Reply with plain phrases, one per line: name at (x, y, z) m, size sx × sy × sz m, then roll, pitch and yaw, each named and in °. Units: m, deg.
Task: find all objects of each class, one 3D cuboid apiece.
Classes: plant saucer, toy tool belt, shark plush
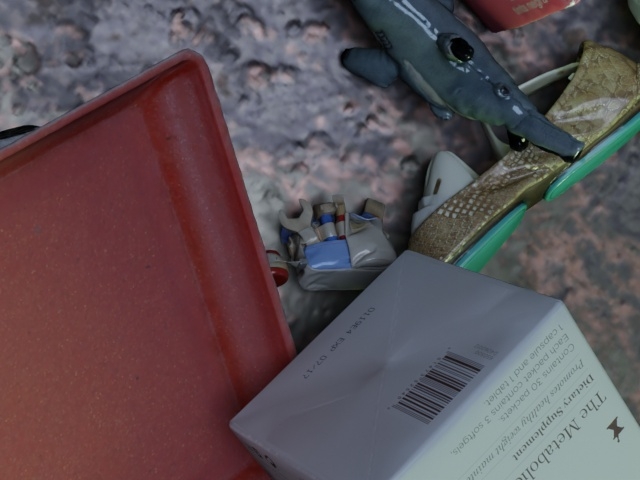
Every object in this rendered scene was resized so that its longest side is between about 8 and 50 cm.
plant saucer at (-0.125, 0.075, 0.724) m, size 0.259 × 0.048 × 0.258 m, roll -34°, pitch 120°, yaw -35°
toy tool belt at (0.000, 0.000, 0.852) m, size 0.083 × 0.052 × 0.051 m, roll -2°, pitch 61°, yaw -17°
shark plush at (0.068, -0.090, 0.828) m, size 0.073 × 0.067 × 0.161 m, roll -35°, pitch 73°, yaw -6°

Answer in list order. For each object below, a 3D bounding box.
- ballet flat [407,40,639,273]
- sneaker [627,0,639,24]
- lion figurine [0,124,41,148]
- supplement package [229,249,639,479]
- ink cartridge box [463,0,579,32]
ballet flat at (0.102, -0.037, 0.869) m, size 0.206 × 0.073 × 0.067 m, roll -41°, pitch 78°, yaw -14°
sneaker at (0.266, -0.044, 0.884) m, size 0.101 × 0.153 × 0.268 m, roll -32°, pitch 63°, yaw -27°
lion figurine at (-0.225, 0.103, 0.751) m, size 0.392 × 0.142 × 0.240 m, roll -21°, pitch 104°, yaw -17°
supplement package at (0.094, 0.146, 0.790) m, size 0.139 × 0.134 × 0.244 m, roll -44°, pitch 119°, yaw -15°
ink cartridge box at (0.087, -0.286, 0.824) m, size 0.207 × 0.117 × 0.283 m, roll -45°, pitch 101°, yaw -9°
